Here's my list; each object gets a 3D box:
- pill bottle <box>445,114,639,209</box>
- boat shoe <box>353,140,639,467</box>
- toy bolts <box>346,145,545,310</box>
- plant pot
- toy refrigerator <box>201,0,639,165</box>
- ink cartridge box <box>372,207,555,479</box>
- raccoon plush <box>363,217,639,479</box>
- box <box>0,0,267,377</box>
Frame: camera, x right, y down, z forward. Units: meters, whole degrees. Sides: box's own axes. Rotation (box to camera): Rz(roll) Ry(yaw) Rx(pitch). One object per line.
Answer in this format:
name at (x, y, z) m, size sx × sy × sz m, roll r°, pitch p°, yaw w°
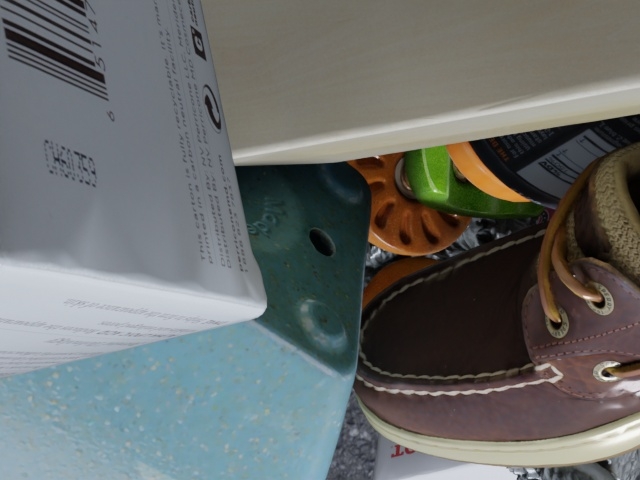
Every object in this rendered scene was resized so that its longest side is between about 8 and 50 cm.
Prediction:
pill bottle at (0.144, -0.089, 0.700) m, size 0.130 × 0.130 × 0.246 m, roll -8°, pitch 170°, yaw -23°
boat shoe at (0.142, 0.004, 0.610) m, size 0.342 × 0.123 × 0.123 m, roll -12°, pitch 135°, yaw 35°
toy bolts at (0.000, 0.000, 0.913) m, size 0.228 × 0.218 × 0.158 m, roll 15°, pitch 164°, yaw -30°
plant pot at (-0.109, 0.049, 0.701) m, size 0.247 × 0.248 × 0.252 m, roll 35°, pitch 124°, yaw -20°
toy refrigerator at (0.054, -0.089, 0.529) m, size 0.094 × 0.102 × 0.269 m, roll -4°, pitch 179°, yaw -38°
ink cartridge box at (0.174, 0.105, 1.357) m, size 0.207 × 0.283 × 0.117 m, roll -19°, pitch 138°, yaw 36°
raccoon plush at (0.054, 0.099, 1.178) m, size 0.446 × 0.299 × 0.216 m, roll -16°, pitch 170°, yaw 26°
box at (-0.113, -0.056, 0.428) m, size 0.119 × 0.181 × 0.182 m, roll -14°, pitch 171°, yaw 15°
